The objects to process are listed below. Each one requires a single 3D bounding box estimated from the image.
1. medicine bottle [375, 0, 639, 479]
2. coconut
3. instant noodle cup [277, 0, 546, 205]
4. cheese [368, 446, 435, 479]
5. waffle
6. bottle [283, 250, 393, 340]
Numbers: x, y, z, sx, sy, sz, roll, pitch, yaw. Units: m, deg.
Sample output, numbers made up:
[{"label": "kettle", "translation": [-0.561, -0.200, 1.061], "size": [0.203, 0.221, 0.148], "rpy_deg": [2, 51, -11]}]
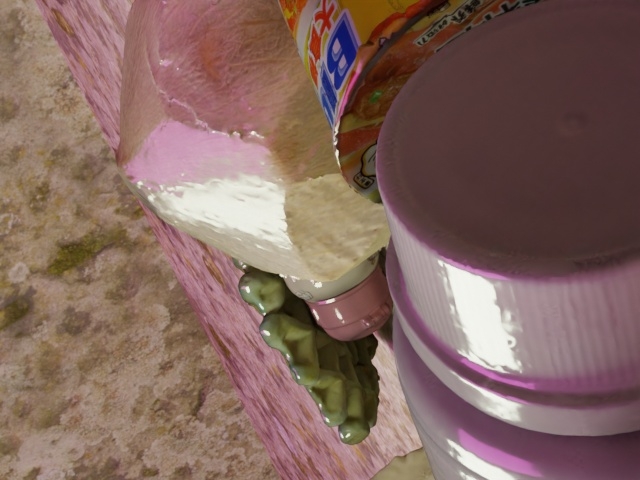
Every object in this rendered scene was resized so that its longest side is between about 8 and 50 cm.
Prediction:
[{"label": "medicine bottle", "translation": [0.159, 0.044, 0.978], "size": [0.245, 0.245, 0.306], "rpy_deg": [47, 165, 42]}, {"label": "coconut", "translation": [-0.025, -0.093, 1.248], "size": [0.245, 0.247, 0.245], "rpy_deg": [47, 162, 20]}, {"label": "instant noodle cup", "translation": [0.071, -0.139, 1.051], "size": [0.205, 0.205, 0.153], "rpy_deg": [75, 170, -57]}, {"label": "cheese", "translation": [0.135, 0.392, 1.935], "size": [0.332, 0.292, 0.153], "rpy_deg": [63, 171, 14]}, {"label": "waffle", "translation": [-0.014, 0.077, 2.050], "size": [0.309, 0.056, 0.292], "rpy_deg": [60, -165, -17]}, {"label": "bottle", "translation": [0.000, 0.000, 1.905], "size": [0.233, 0.110, 0.110], "rpy_deg": [62, 168, -23]}]
